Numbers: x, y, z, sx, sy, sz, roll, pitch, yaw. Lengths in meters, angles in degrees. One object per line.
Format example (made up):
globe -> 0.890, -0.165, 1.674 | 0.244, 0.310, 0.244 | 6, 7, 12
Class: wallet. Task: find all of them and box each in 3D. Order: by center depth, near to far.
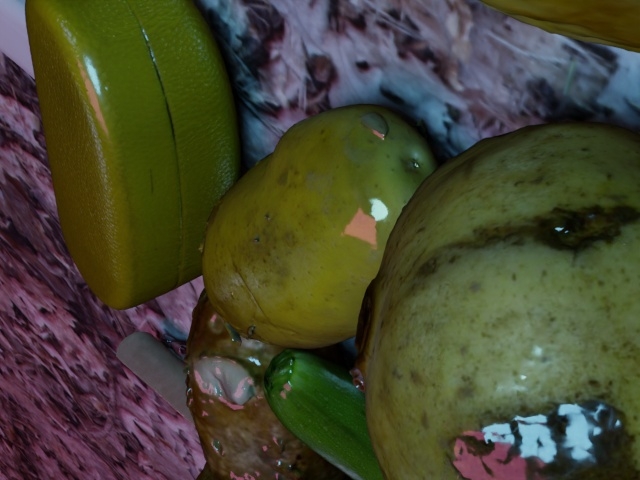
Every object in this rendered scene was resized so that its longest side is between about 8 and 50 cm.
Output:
wallet -> -0.288, -0.198, 1.132 | 0.190, 0.033, 0.095 | 40, 147, 13

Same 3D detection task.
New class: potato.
potato -> 0.000, 0.000, 0.876 | 0.173, 0.140, 0.300 | 58, 144, 0

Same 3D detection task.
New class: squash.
squash -> 0.041, 0.181, 1.014 | 0.082, 0.082, 0.292 | 8, 154, 48

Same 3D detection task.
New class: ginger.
ginger -> -0.058, 0.227, 1.117 | 0.176, 0.254, 0.418 | 10, 129, 17

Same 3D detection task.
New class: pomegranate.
pomegranate -> 0.148, 0.073, 0.639 | 0.281, 0.281, 0.281 | 33, 146, 26

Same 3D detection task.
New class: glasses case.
glasses case -> -0.160, -0.079, 0.993 | 0.173, 0.141, 0.371 | 51, 153, 29
glasses case -> -0.155, 0.182, 1.363 | 0.193, 0.070, 0.102 | 39, 176, 13

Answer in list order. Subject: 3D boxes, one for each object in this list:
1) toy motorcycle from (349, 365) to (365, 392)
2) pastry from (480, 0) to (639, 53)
toy motorcycle -> 0.091, 0.093, 0.881 | 0.084, 0.118, 0.212 | 54, 149, -8
pastry -> 0.145, -0.212, 0.266 | 0.388, 0.388, 0.313 | 8, 91, 48
